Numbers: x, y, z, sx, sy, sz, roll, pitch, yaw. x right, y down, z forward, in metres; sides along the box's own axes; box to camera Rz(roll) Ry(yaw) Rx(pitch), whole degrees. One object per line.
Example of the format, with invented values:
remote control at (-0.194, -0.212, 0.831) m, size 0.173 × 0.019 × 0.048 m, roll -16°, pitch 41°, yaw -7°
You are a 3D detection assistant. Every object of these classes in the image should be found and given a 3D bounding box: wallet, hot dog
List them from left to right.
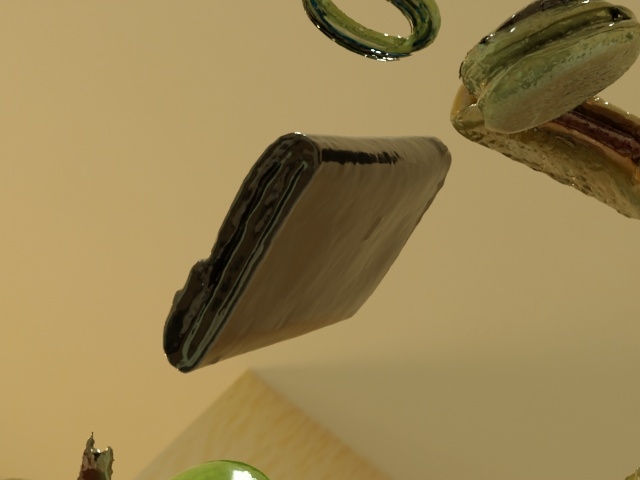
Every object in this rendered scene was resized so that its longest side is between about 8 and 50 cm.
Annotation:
wallet at (-0.001, -0.001, 1.429) m, size 0.062 × 0.406 × 0.228 m, roll 37°, pitch -76°, yaw 15°
hot dog at (0.235, -0.105, 1.457) m, size 0.242 × 0.084 × 0.073 m, roll 29°, pitch -21°, yaw 21°

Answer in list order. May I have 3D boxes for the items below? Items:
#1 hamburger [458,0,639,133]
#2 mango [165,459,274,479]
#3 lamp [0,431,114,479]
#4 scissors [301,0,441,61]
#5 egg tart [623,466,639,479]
hamburger at (0.172, -0.136, 1.151) m, size 0.140 × 0.133 × 0.062 m, roll -36°, pitch -109°, yaw 26°
mango at (-0.020, 0.236, 0.623) m, size 0.192 × 0.343 × 0.156 m, roll -21°, pitch -38°, yaw 5°
lamp at (-0.204, 0.261, 1.052) m, size 0.250 × 0.250 × 0.284 m, roll 32°, pitch -83°, yaw 13°
scissors at (-0.028, -0.149, 0.651) m, size 0.187 × 0.020 × 0.133 m, roll 18°, pitch -45°, yaw 0°
egg tart at (0.246, 0.177, 0.743) m, size 0.241 × 0.106 × 0.241 m, roll 28°, pitch -41°, yaw 27°
